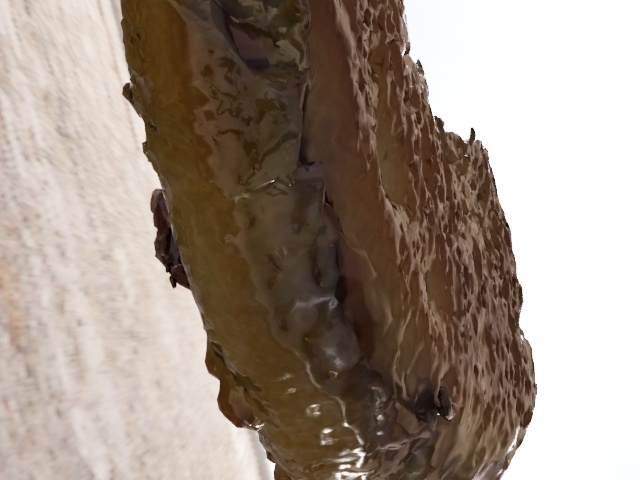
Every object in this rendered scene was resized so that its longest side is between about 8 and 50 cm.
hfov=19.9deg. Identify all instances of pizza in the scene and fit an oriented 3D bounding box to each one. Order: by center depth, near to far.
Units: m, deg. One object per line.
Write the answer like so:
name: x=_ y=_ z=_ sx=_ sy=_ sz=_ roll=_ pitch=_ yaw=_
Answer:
pizza: x=0.000 y=0.000 z=0.545 sx=0.086 sy=0.305 sz=0.161 roll=-6 pitch=-124 yaw=16
